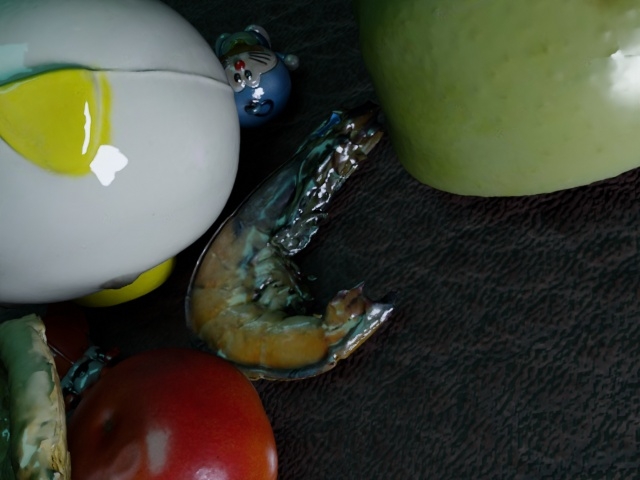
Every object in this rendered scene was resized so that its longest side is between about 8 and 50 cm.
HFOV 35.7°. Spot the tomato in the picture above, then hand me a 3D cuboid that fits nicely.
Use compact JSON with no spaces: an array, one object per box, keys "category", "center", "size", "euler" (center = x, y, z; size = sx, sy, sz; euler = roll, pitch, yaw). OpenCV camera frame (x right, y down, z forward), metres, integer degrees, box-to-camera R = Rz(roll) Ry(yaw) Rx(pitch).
[{"category":"tomato","center":[-0.126,0.176,0.791],"size":[0.195,0.136,0.195],"euler":[-20,50,25]}]

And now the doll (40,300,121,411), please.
[{"category":"doll","center":[-0.257,0.113,0.991],"size":[0.169,0.057,0.109],"euler":[27,76,46]}]

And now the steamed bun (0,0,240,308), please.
[{"category":"steamed bun","center":[-0.261,-0.093,0.942],"size":[0.373,0.334,0.334],"euler":[-13,53,30]}]

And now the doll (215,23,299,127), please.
[{"category":"doll","center":[-0.077,-0.174,1.048],"size":[0.114,0.085,0.152],"euler":[-17,39,6]}]

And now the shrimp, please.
[{"category":"shrimp","center":[0.000,0.000,0.883],"size":[0.222,0.054,0.290],"euler":[24,75,45]}]

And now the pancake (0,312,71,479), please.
[{"category":"pancake","center":[-0.232,0.229,0.748],"size":[0.356,0.065,0.356],"euler":[-11,78,62]}]

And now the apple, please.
[{"category":"apple","center":[0.189,-0.206,0.829],"size":[0.360,0.320,0.312],"euler":[-24,91,18]}]
